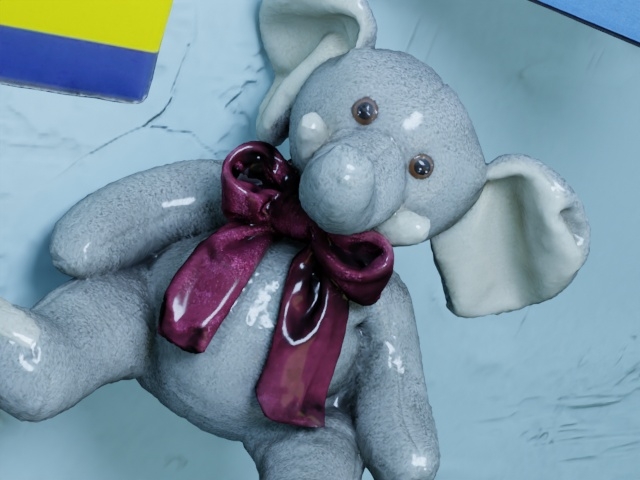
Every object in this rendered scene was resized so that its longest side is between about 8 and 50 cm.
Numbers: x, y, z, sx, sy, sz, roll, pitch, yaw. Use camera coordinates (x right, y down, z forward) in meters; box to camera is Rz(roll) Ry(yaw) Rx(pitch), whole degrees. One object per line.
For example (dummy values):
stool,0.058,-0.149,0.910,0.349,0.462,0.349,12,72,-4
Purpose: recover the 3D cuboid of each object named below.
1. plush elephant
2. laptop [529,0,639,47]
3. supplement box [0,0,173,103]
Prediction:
plush elephant,0.000,0.000,1.135,0.255,0.272,0.330,-58,175,28
laptop,0.116,-0.313,1.023,0.408,0.236,0.382,1,117,-49
supplement box,-0.134,-0.264,0.765,0.195,0.194,0.356,8,114,-23
